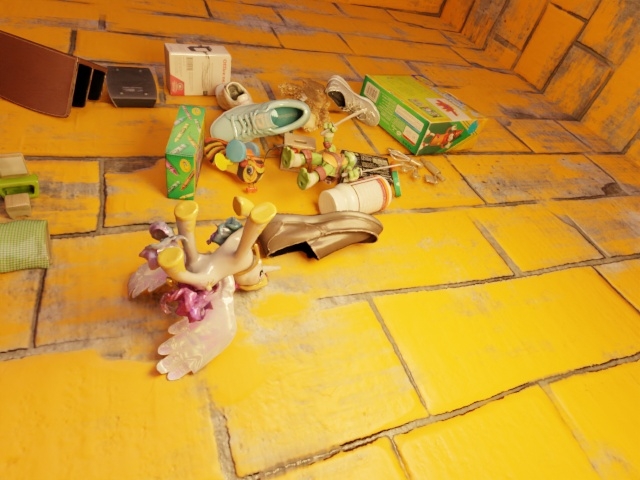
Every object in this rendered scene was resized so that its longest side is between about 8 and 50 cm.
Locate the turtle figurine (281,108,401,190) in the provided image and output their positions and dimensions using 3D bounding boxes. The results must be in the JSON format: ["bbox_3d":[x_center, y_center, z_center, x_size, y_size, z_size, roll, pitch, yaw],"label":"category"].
[{"bbox_3d":[0.039,-0.266,1.218,0.266,0.197,0.275,-23,12,-35],"label":"turtle figurine"}]

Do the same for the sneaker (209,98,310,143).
[{"bbox_3d":[-0.210,-0.417,1.391,0.366,0.135,0.150,-18,13,-3],"label":"sneaker"}]

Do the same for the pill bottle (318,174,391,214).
[{"bbox_3d":[0.111,-0.133,1.299,0.221,0.121,0.121,-18,54,-31],"label":"pill bottle"}]

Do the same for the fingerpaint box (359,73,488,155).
[{"bbox_3d":[0.443,-0.573,1.810,0.371,0.163,0.445,-14,50,-32],"label":"fingerpaint box"}]

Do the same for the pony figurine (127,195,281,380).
[{"bbox_3d":[-0.242,0.073,0.867,0.351,0.363,0.302,-28,66,-19],"label":"pony figurine"}]

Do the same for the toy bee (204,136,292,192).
[{"bbox_3d":[-0.248,-0.236,1.281,0.195,0.162,0.298,-2,14,-44],"label":"toy bee"}]

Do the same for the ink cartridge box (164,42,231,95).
[{"bbox_3d":[-0.492,-0.684,1.628,0.237,0.172,0.100,-11,49,-27],"label":"ink cartridge box"}]

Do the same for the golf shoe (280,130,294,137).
[{"bbox_3d":[-0.180,-0.436,1.561,0.094,0.077,0.198,-34,59,-22],"label":"golf shoe"}]

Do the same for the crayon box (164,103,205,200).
[{"bbox_3d":[-0.410,-0.275,1.246,0.081,0.165,0.278,6,44,-12],"label":"crayon box"}]

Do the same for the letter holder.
[{"bbox_3d":[-0.935,-0.549,1.391,0.302,0.214,0.152,20,12,4],"label":"letter holder"}]

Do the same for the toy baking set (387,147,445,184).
[{"bbox_3d":[0.374,-0.303,1.594,0.197,0.030,0.256,6,37,-28],"label":"toy baking set"}]

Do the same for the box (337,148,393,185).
[{"bbox_3d":[0.154,-0.241,1.453,0.180,0.077,0.147,8,45,-10],"label":"box"}]

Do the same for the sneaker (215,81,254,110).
[{"bbox_3d":[-0.326,-0.560,1.555,0.114,0.152,0.305,-31,51,-14],"label":"sneaker"}]

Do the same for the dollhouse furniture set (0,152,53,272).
[{"bbox_3d":[-0.764,-0.072,0.939,0.198,0.151,0.301,-13,51,-28],"label":"dollhouse furniture set"}]

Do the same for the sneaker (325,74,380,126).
[{"bbox_3d":[0.128,-0.577,1.744,0.281,0.105,0.115,35,53,-10],"label":"sneaker"}]

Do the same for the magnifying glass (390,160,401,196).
[{"bbox_3d":[0.278,-0.237,1.496,0.026,0.092,0.231,-11,32,10],"label":"magnifying glass"}]

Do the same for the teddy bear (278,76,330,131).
[{"bbox_3d":[-0.065,-0.549,1.667,0.245,0.113,0.338,14,44,-18],"label":"teddy bear"}]

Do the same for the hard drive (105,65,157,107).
[{"bbox_3d":[-0.719,-0.584,1.542,0.172,0.054,0.254,-8,49,-25],"label":"hard drive"}]

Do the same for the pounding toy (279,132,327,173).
[{"bbox_3d":[-0.063,-0.298,1.404,0.141,0.130,0.100,7,45,-11],"label":"pounding toy"}]

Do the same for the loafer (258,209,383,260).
[{"bbox_3d":[0.000,0.000,1.147,0.366,0.134,0.130,-3,69,-7],"label":"loafer"}]
